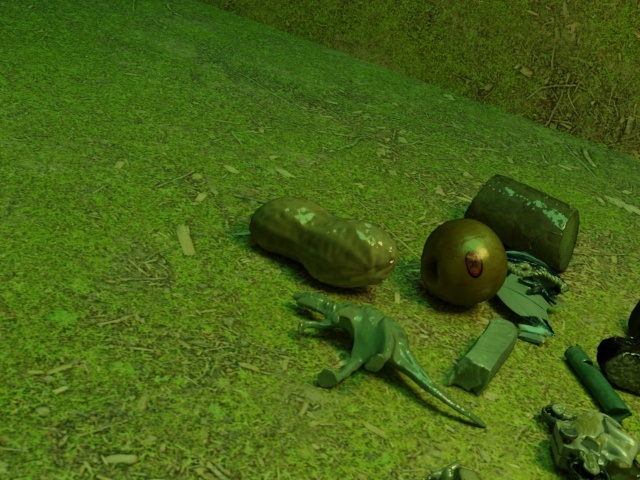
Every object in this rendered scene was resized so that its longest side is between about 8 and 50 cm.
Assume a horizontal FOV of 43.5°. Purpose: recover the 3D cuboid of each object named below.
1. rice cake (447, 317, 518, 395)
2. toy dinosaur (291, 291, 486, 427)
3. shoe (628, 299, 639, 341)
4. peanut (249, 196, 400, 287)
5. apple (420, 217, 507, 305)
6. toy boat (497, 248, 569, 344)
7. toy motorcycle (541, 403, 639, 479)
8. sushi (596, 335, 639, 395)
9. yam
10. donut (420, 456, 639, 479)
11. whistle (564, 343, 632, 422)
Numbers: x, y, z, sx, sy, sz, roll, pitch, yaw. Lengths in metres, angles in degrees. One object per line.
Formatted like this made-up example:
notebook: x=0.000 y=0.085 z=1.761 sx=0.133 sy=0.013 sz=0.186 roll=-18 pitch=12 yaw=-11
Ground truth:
rice cake: x=0.292 y=0.200 z=1.408 sx=0.063 sy=0.069 sz=0.206 roll=27 pitch=27 yaw=20
toy dinosaur: x=0.100 y=0.186 z=1.313 sx=0.393 sy=0.092 sz=0.205 roll=21 pitch=22 yaw=15
shoe: x=0.747 y=0.231 z=1.565 sx=0.171 sy=0.132 sz=0.336 roll=19 pitch=22 yaw=-15
peanut: x=0.000 y=0.000 z=1.564 sx=0.313 sy=0.149 sz=0.149 roll=27 pitch=28 yaw=25
apple: x=0.279 y=0.045 z=1.590 sx=0.155 sy=0.182 sz=0.182 roll=-14 pitch=36 yaw=-21
toy boat: x=0.444 y=0.113 z=1.677 sx=0.210 sy=0.070 sz=0.291 roll=-1 pitch=34 yaw=-22
toy motorcycle: x=0.429 y=0.322 z=1.242 sx=0.151 sy=0.074 sz=0.228 roll=9 pitch=17 yaw=-2
sushi: x=0.588 y=0.234 z=1.488 sx=0.150 sy=0.090 sz=0.078 roll=16 pitch=30 yaw=-2
yam: x=0.490 y=-0.049 z=1.918 sx=0.268 sy=0.161 sz=0.161 roll=29 pitch=29 yaw=29
donut: x=0.316 y=0.396 z=0.943 sx=0.371 sy=0.150 sz=0.307 roll=4 pitch=29 yaw=-23
whistle: x=0.499 y=0.258 z=1.446 sx=0.039 sy=0.039 sz=0.186 roll=8 pitch=27 yaw=-16
